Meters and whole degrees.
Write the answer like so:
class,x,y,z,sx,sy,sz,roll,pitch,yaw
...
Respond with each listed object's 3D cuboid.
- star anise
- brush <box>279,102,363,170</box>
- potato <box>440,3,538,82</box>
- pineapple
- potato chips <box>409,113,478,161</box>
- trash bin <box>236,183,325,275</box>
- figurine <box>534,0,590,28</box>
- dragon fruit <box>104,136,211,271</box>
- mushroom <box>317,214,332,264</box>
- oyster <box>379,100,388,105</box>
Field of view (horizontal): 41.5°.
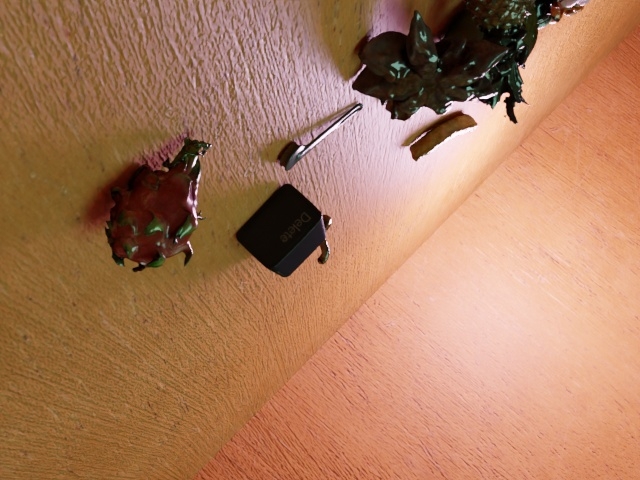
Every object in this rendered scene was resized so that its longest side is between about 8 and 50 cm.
class,x,y,z,sx,sy,sz,roll,pitch,yaw
star anise,0.215,-0.335,1.649,0.315,0.315,0.108,97,-3,-65
brush,0.005,-0.221,1.736,0.266,0.027,0.062,-42,165,-37
potato,0.380,-0.448,1.930,0.307,0.173,0.210,-46,167,-19
pineapple,0.367,-0.412,1.730,0.165,0.166,0.364,-36,128,-39
potato chips,0.382,-0.322,2.488,0.080,0.057,0.407,-43,172,38
trash bin,-0.074,-0.009,1.870,0.165,0.115,0.225,-47,167,-4
figurine,0.620,-0.665,2.032,0.323,0.196,0.320,-32,170,-31
dragon fruit,-0.233,-0.055,1.278,0.137,0.135,0.236,97,19,-56
mushroom,-0.011,-0.002,2.125,0.088,0.073,0.129,-47,141,-76
oyster,0.157,-0.333,1.886,0.054,0.019,0.083,-33,157,-49
